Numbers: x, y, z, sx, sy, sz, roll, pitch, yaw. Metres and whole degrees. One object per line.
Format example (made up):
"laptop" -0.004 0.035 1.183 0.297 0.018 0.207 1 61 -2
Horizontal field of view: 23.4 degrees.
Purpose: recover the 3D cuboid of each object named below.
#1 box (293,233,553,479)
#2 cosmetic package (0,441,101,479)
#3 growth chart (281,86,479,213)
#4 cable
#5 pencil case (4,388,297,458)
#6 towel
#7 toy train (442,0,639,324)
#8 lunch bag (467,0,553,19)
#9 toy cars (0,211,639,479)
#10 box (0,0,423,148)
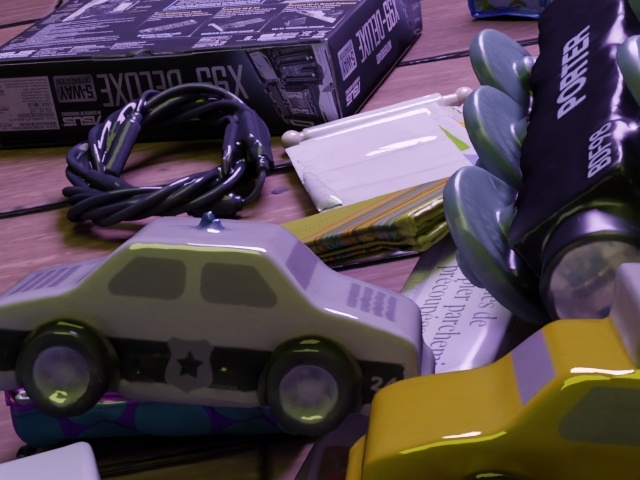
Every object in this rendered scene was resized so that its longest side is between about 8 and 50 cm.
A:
"box" 0.043 0.092 0.659 0.063 0.067 0.324 -2 25 20
"cosmetic package" -0.088 0.171 0.467 0.085 0.117 0.231 -14 22 -8
"growth chart" 0.058 -0.053 1.041 0.172 0.021 0.237 -11 23 -2
"cable" -0.109 -0.058 1.096 0.150 0.047 0.184 -18 31 0
"pencil case" -0.081 0.070 0.762 0.151 0.064 0.070 -5 8 13
"towel" 0.000 0.000 0.860 0.237 0.021 0.102 -14 9 47
"toy train" 0.167 -0.028 0.728 0.142 0.190 0.334 -39 15 26
"lunch bag" 0.186 -0.283 1.349 0.096 0.151 0.129 5 27 32
"toy cars" 0.028 0.037 0.545 0.176 0.087 0.393 -7 14 -45
"box" -0.094 -0.161 1.285 0.307 0.076 0.242 -2 25 20
